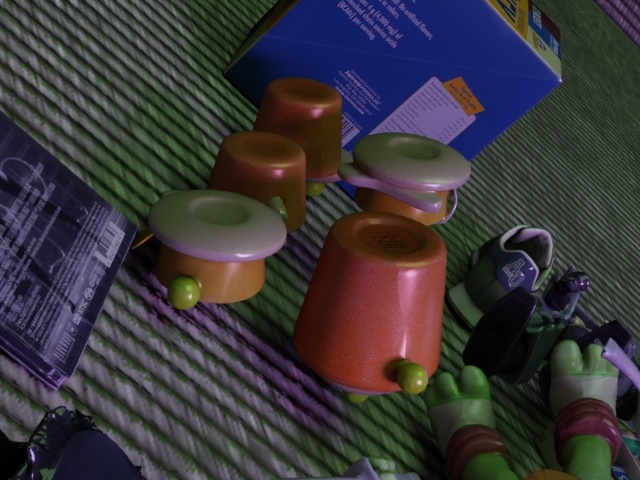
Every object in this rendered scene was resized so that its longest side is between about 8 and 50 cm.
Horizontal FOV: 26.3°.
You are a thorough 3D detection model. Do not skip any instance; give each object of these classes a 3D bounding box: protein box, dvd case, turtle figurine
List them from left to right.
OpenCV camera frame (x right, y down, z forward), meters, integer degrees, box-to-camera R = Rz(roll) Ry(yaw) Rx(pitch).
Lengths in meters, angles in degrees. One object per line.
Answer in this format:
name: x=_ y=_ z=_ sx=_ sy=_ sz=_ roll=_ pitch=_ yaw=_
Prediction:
dvd case: x=-0.203 y=-0.035 z=0.742 sx=0.221 sy=0.018 sz=0.164 roll=42 pitch=25 yaw=-16
protein box: x=0.066 y=-0.160 z=1.169 sx=0.200 sy=0.201 sz=0.136 roll=43 pitch=24 yaw=-12
turtle figurine: x=0.126 y=0.120 z=0.837 sx=0.275 sy=0.198 sz=0.266 roll=41 pitch=15 yaw=-11

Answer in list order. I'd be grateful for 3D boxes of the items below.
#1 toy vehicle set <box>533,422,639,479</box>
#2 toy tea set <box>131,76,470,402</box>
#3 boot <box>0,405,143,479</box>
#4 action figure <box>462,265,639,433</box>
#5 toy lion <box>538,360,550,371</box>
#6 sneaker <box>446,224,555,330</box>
toy vehicle set: x=0.296 y=0.241 z=1.163 sx=0.267 sy=0.035 sz=0.166 roll=19 pitch=37 yaw=-49
toy tea set: x=0.000 y=0.000 z=0.962 sx=0.200 sy=0.124 sz=0.336 roll=13 pitch=27 yaw=6
boot: x=-0.078 y=0.175 z=0.541 sx=0.246 sy=0.094 sz=0.207 roll=30 pitch=33 yaw=-25
action figure: x=0.231 y=0.099 z=1.120 sx=0.185 sy=0.099 sz=0.285 roll=38 pitch=11 yaw=28
toy lion: x=0.214 y=0.093 z=1.260 sx=0.096 sy=0.034 sz=0.100 roll=21 pitch=35 yaw=-34
sneaker: x=0.178 y=0.021 z=1.230 sx=0.064 sy=0.086 sz=0.192 roll=50 pitch=23 yaw=2
